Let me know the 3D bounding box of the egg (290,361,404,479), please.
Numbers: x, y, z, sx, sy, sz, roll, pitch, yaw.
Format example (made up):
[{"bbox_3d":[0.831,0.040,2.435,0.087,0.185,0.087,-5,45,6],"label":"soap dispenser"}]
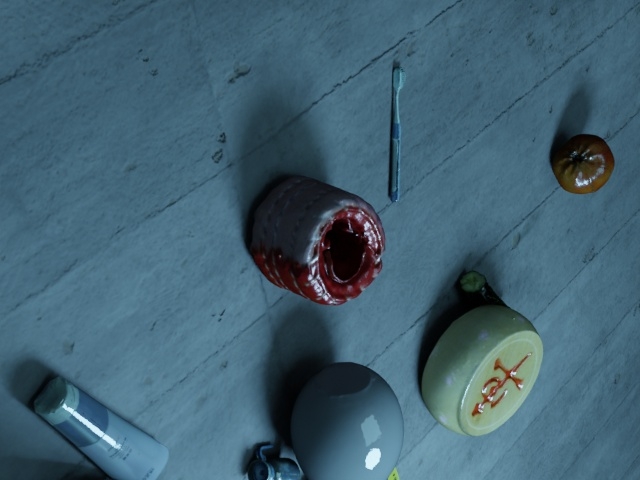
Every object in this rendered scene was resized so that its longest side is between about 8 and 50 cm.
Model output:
[{"bbox_3d":[0.040,0.301,1.735,0.176,0.176,0.232,-30,135,-41],"label":"egg"}]

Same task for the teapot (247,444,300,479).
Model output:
[{"bbox_3d":[-0.068,0.350,1.721,0.083,0.049,0.063,17,91,-52],"label":"teapot"}]

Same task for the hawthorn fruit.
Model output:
[{"bbox_3d":[0.517,-0.148,2.195,0.128,0.128,0.128,-22,120,-45],"label":"hawthorn fruit"}]

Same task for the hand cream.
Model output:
[{"bbox_3d":[-0.274,0.253,1.435,0.079,0.048,0.255,-51,142,-13],"label":"hand cream"}]

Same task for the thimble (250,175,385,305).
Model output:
[{"bbox_3d":[-0.005,0.001,1.604,0.189,0.125,0.163,35,79,-51],"label":"thimble"}]

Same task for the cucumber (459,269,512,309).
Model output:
[{"bbox_3d":[0.313,0.117,2.094,0.187,0.058,0.058,43,70,-49],"label":"cucumber"}]

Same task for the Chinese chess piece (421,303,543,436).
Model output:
[{"bbox_3d":[0.298,0.239,2.048,0.251,0.097,0.251,-25,132,-31],"label":"Chinese chess piece"}]

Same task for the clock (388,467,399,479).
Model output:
[{"bbox_3d":[0.054,0.488,1.905,0.293,0.071,0.277,-46,136,-29],"label":"clock"}]

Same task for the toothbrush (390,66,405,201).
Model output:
[{"bbox_3d":[0.121,-0.167,1.782,0.019,0.016,0.219,-27,123,-53],"label":"toothbrush"}]
